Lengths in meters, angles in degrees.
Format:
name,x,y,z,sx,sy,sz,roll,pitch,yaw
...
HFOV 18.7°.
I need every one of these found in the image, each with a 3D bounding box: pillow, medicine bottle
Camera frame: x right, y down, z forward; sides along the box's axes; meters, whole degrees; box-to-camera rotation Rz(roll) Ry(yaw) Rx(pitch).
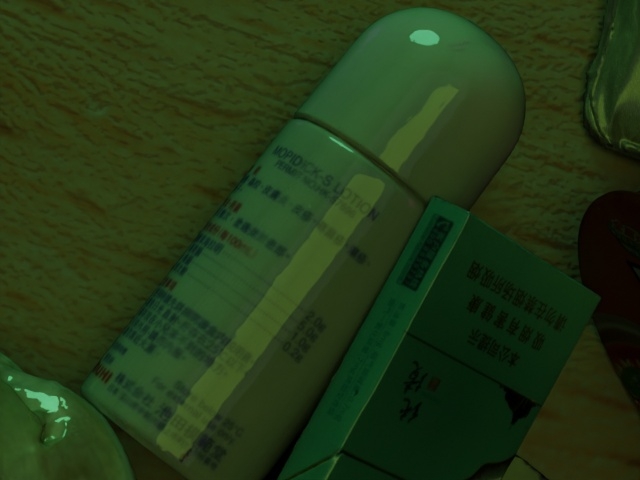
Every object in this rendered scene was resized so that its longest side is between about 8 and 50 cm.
name,x,y,z,sx,sy,sz,roll,pitch,yaw
pillow,0.251,-0.165,1.324,0.131,0.038,0.232,8,89,-5
medicine bottle,0.000,0.000,1.236,0.130,0.130,0.341,38,84,-5

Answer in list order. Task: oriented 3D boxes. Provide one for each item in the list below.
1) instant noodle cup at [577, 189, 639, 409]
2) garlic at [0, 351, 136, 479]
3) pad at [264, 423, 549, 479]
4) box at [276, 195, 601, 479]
name,x,y,z,sx,sy,sz,roll,pitch,yaw
instant noodle cup,0.314,0.037,1.234,0.192,0.250,0.250,-29,92,-16
garlic,-0.246,0.150,1.179,0.281,0.185,0.203,0,86,13
pad,0.012,0.238,1.293,0.202,0.005,0.299,38,83,-6
box,0.073,0.105,1.229,0.162,0.041,0.229,30,89,-45
